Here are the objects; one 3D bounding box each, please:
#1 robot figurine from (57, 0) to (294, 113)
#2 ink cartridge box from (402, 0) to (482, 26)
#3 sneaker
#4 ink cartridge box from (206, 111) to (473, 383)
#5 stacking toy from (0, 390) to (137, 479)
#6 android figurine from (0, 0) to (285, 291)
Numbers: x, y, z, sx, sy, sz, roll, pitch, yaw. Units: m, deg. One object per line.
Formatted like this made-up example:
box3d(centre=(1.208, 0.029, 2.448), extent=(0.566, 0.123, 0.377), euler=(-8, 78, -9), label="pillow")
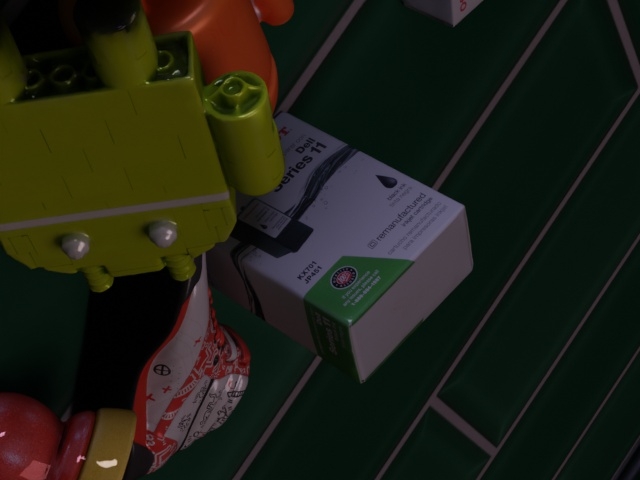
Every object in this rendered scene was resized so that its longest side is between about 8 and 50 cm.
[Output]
box3d(centre=(-0.104, -0.134, 0.962), extent=(0.219, 0.128, 0.158), euler=(67, 37, -54), label="robot figurine")
box3d(centre=(0.140, -0.282, 1.255), extent=(0.150, 0.063, 0.109), euler=(-44, 148, -24), label="ink cartridge box")
box3d(centre=(-0.119, 0.076, 1.177), extent=(0.145, 0.090, 0.270), euler=(-24, 138, -49), label="sneaker")
box3d(centre=(0.000, 0.000, 1.163), extent=(0.153, 0.208, 0.087), euler=(-45, 145, -24), label="ink cartridge box")
box3d(centre=(-0.265, 0.284, 1.078), extent=(0.279, 0.130, 0.309), euler=(126, -19, -54), label="stacking toy")
box3d(centre=(-0.149, -0.052, 0.916), extent=(0.248, 0.056, 0.273), euler=(-7, 143, 2), label="android figurine")
